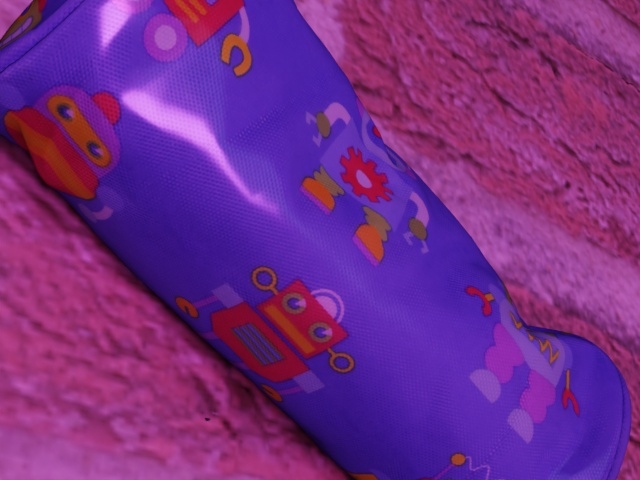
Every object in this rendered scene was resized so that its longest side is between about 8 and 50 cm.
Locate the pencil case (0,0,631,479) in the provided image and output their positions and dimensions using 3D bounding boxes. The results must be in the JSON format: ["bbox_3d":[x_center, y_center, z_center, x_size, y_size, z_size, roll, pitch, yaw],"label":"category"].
[{"bbox_3d":[0.000,0.000,0.439,0.306,0.119,0.133,47,38,-17],"label":"pencil case"}]
